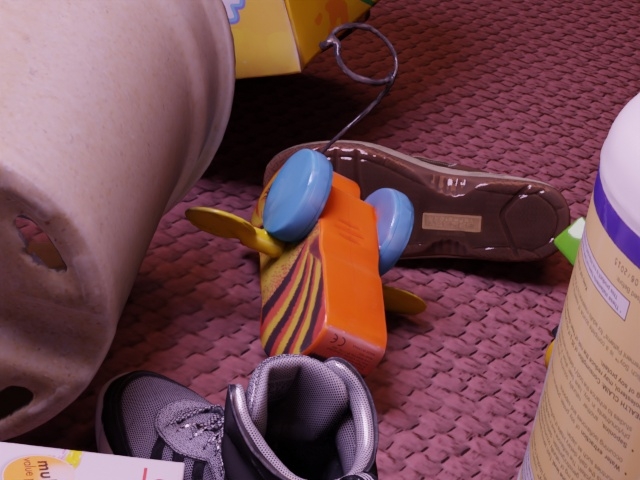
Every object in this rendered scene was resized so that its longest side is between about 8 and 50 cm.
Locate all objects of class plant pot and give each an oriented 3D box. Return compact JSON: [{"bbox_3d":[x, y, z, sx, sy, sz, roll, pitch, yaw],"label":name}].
[{"bbox_3d":[-0.224,-0.046,0.914,0.334,0.334,0.305,6,33,-5],"label":"plant pot"}]

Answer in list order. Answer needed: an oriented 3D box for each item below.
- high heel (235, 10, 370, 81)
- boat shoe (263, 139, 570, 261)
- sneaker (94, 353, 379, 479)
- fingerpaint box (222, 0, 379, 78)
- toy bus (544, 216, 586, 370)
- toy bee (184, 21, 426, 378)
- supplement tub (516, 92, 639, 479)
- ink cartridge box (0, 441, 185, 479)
[{"bbox_3d":[-0.072,-0.186,1.424,0.261,0.093,0.186,-8,26,-1],"label":"high heel"},{"bbox_3d":[0.081,-0.028,1.220,0.257,0.095,0.095,13,8,5],"label":"boat shoe"},{"bbox_3d":[-0.045,0.117,0.840,0.101,0.153,0.268,-13,36,-34],"label":"sneaker"},{"bbox_3d":[-0.153,-0.269,1.334,0.445,0.163,0.371,-2,26,27],"label":"fingerpaint box"},{"bbox_3d":[0.211,0.092,1.009,0.191,0.104,0.202,51,8,12],"label":"toy bus"},{"bbox_3d":[0.000,0.000,1.102,0.195,0.162,0.298,40,43,-8],"label":"toy bee"},{"bbox_3d":[0.237,0.100,0.766,0.241,0.331,0.241,7,30,-4],"label":"supplement tub"},{"bbox_3d":[-0.124,0.156,0.700,0.181,0.061,0.104,7,29,-5],"label":"ink cartridge box"}]
